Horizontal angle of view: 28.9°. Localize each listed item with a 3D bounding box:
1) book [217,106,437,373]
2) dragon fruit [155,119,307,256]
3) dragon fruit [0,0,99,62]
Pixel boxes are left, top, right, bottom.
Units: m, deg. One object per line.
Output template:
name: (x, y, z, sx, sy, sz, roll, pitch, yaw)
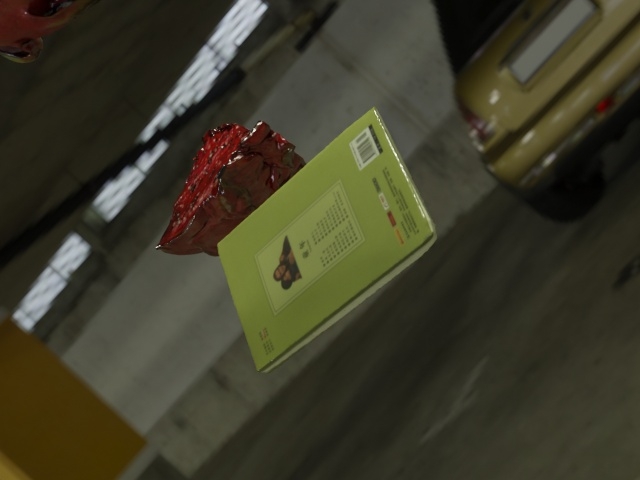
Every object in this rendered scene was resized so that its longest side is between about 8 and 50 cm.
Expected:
book: (0.000, 0.000, 1.761, 0.035, 0.239, 0.352, 16, -47, -46)
dragon fruit: (-0.125, -0.071, 2.299, 0.329, 0.228, 0.286, -17, 45, 63)
dragon fruit: (-0.389, -0.347, 1.525, 0.307, 0.243, 0.227, -39, 22, 5)
